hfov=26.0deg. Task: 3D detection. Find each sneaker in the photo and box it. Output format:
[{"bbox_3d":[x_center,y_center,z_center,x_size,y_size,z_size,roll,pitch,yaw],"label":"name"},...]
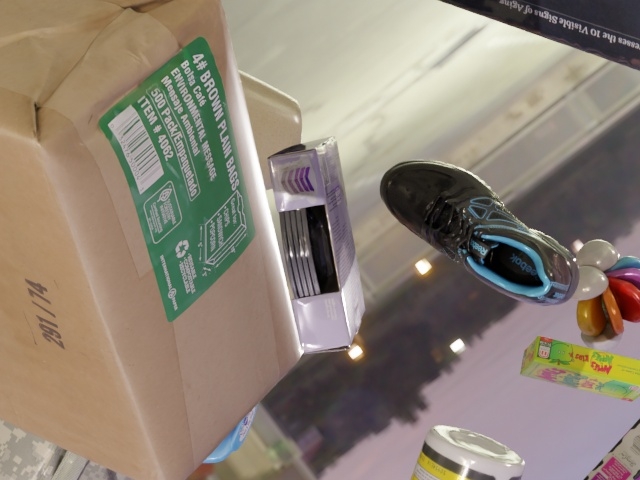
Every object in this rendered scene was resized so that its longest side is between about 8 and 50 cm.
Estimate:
[{"bbox_3d":[0.230,-0.019,2.069,0.125,0.341,0.139,-63,162,12],"label":"sneaker"}]

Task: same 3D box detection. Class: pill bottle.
[{"bbox_3d":[0.146,0.329,1.591,0.119,0.119,0.208,-15,124,-79],"label":"pill bottle"}]

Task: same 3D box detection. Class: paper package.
[{"bbox_3d":[-0.194,-0.025,0.929,0.168,0.309,0.325,-50,144,-35],"label":"paper package"}]

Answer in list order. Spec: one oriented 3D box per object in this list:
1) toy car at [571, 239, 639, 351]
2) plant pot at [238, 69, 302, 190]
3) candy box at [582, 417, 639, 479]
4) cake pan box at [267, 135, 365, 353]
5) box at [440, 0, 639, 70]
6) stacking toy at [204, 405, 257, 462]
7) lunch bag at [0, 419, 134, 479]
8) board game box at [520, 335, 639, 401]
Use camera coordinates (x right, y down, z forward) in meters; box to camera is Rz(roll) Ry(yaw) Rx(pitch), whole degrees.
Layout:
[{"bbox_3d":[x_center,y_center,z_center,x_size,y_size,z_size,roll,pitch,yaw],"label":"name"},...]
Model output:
[{"bbox_3d":[0.513,0.093,2.404,0.136,0.159,0.182,-6,-147,32],"label":"toy car"},{"bbox_3d":[-0.173,-0.155,1.954,0.274,0.256,0.256,6,159,-17],"label":"plant pot"},{"bbox_3d":[0.513,0.415,2.325,0.233,0.071,0.159,-49,141,3],"label":"candy box"},{"bbox_3d":[0.000,0.000,1.742,0.070,0.246,0.267,-11,-173,7],"label":"cake pan box"},{"bbox_3d":[0.307,-0.504,1.640,0.297,0.480,0.472,-40,137,-26],"label":"box"},{"bbox_3d":[-0.212,0.176,2.058,0.165,0.302,0.175,2,-137,20],"label":"stacking toy"},{"bbox_3d":[-0.300,0.239,1.663,0.305,0.212,0.256,-60,-166,-10],"label":"lunch bag"},{"bbox_3d":[0.407,0.198,2.126,0.092,0.181,0.043,106,-3,-71],"label":"board game box"}]
